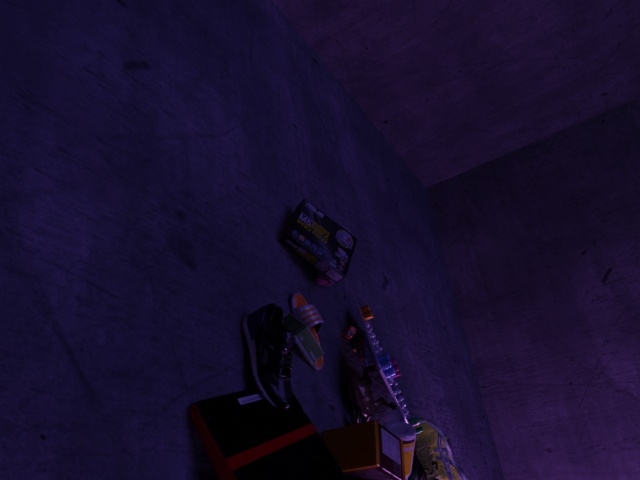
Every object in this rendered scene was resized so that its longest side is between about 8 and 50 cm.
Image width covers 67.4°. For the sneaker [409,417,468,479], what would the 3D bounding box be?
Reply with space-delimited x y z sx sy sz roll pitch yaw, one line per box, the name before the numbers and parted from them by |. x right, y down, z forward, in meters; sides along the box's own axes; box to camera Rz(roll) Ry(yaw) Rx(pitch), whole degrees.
sneaker | 0.475 0.908 1.964 0.385 0.145 0.147 55 28 15

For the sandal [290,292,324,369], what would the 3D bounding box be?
sandal | -0.020 0.296 1.618 0.102 0.076 0.266 -4 73 -64

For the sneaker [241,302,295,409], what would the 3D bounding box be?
sneaker | -0.120 0.306 1.300 0.107 0.124 0.284 18 43 -57

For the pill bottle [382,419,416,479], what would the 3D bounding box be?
pill bottle | 0.265 0.754 1.683 0.119 0.119 0.209 -5 102 -64

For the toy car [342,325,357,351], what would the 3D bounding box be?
toy car | 0.130 0.386 1.865 0.122 0.060 0.041 55 30 -26

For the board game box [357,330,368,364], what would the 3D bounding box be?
board game box | 0.169 0.432 1.927 0.169 0.033 0.133 -79 161 -63

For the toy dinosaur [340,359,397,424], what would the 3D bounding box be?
toy dinosaur | 0.143 0.558 1.686 0.200 0.127 0.296 -11 74 -58

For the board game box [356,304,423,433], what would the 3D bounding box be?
board game box | 0.268 0.493 1.866 0.390 0.050 0.390 -107 171 -65

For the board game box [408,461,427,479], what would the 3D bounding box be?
board game box | 0.387 1.006 1.906 0.259 0.030 0.136 -10 80 -65

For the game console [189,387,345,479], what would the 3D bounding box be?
game console | -0.113 0.518 1.170 0.342 0.060 0.386 51 16 25

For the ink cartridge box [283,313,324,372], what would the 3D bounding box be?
ink cartridge box | -0.054 0.299 1.422 0.109 0.062 0.209 60 -17 -16

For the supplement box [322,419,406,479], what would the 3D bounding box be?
supplement box | 0.133 0.668 1.481 0.194 0.191 0.129 46 32 -37

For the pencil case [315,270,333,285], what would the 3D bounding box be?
pencil case | 0.010 0.066 1.863 0.098 0.095 0.210 7 58 -31

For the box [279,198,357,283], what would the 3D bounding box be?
box | 0.000 0.000 1.787 0.270 0.060 0.216 37 43 -14
